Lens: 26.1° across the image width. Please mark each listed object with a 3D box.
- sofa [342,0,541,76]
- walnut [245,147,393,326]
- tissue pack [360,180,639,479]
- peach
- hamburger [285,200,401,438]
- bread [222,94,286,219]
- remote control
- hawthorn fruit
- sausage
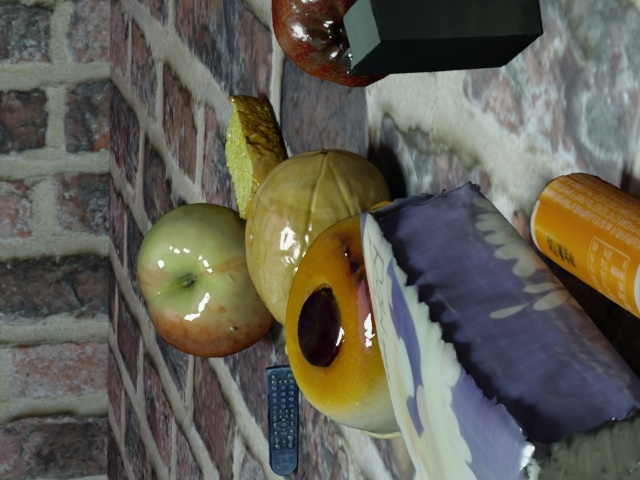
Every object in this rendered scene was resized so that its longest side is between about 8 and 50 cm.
[{"bbox_3d":[0.095,-0.177,1.122,0.085,0.147,0.060,139,123,-68],"label":"sofa"},{"bbox_3d":[0.000,0.000,1.449,0.165,0.165,0.197,-127,30,-61],"label":"walnut"},{"bbox_3d":[0.137,0.133,1.005,0.343,0.125,0.242,-122,17,-58],"label":"tissue pack"},{"bbox_3d":[-0.145,0.053,1.919,0.232,0.232,0.232,177,90,-73],"label":"peach"},{"bbox_3d":[0.060,0.073,1.285,0.237,0.147,0.237,-1,89,61],"label":"hamburger"},{"bbox_3d":[-0.090,-0.114,1.884,0.187,0.065,0.103,-112,24,-45],"label":"bread"},{"bbox_3d":[-0.052,0.241,1.848,0.027,0.043,0.152,-125,35,-74],"label":"remote control"},{"bbox_3d":[0.028,-0.241,1.321,0.188,0.169,0.169,-95,13,-48],"label":"hawthorn fruit"},{"bbox_3d":[0.215,0.016,0.891,0.234,0.071,0.071,-135,45,-66],"label":"sausage"}]
